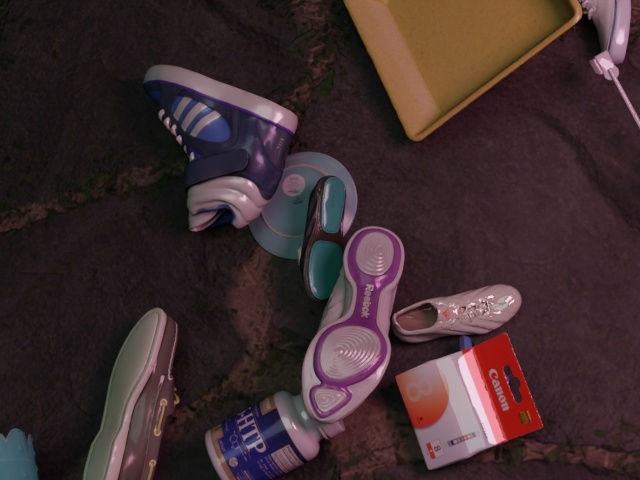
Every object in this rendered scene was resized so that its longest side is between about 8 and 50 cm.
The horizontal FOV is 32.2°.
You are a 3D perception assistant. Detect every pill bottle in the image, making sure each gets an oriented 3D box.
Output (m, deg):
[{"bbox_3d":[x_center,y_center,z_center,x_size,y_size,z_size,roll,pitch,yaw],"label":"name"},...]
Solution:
[{"bbox_3d":[-0.064,0.286,1.624,0.186,0.112,0.112,-30,65,3],"label":"pill bottle"}]

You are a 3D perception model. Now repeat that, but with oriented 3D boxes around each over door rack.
[{"bbox_3d":[0.569,-0.196,1.591,0.239,0.108,0.324,-29,80,3],"label":"over door rack"}]

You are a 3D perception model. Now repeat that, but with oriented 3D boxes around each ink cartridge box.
[{"bbox_3d":[0.205,0.228,1.560,0.179,0.045,0.146,-30,72,34],"label":"ink cartridge box"}]

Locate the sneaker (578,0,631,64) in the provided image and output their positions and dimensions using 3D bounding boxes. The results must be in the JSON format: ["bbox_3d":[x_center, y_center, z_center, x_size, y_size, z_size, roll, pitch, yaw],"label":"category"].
[{"bbox_3d":[0.431,-0.392,1.736,0.091,0.094,0.258,-2,70,5],"label":"sneaker"}]

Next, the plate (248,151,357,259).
[{"bbox_3d":[-0.034,-0.061,1.791,0.188,0.024,0.188,-5,70,15],"label":"plate"}]

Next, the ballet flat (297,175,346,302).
[{"bbox_3d":[0.000,0.000,1.717,0.074,0.074,0.203,3,76,17],"label":"ballet flat"}]

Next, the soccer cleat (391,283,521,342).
[{"bbox_3d":[0.200,0.109,1.634,0.196,0.076,0.068,-16,67,9],"label":"soccer cleat"}]

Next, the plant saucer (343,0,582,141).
[{"bbox_3d":[0.226,-0.368,1.752,0.332,0.081,0.333,-36,62,28],"label":"plant saucer"}]

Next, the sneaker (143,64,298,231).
[{"bbox_3d":[-0.203,-0.141,1.812,0.322,0.130,0.236,21,86,30],"label":"sneaker"}]

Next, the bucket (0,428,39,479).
[{"bbox_3d":[-0.537,0.410,1.633,0.281,0.281,0.183,-23,72,6],"label":"bucket"}]

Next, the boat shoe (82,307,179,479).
[{"bbox_3d":[-0.275,0.257,1.707,0.109,0.091,0.305,-9,60,53],"label":"boat shoe"}]

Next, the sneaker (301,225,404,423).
[{"bbox_3d":[0.054,0.136,1.618,0.114,0.152,0.305,19,63,6],"label":"sneaker"}]

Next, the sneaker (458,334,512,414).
[{"bbox_3d":[0.242,0.200,1.604,0.059,0.053,0.144,-25,74,7],"label":"sneaker"}]
